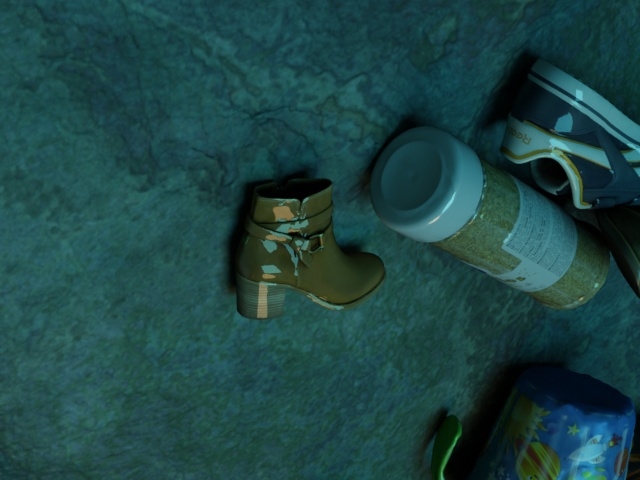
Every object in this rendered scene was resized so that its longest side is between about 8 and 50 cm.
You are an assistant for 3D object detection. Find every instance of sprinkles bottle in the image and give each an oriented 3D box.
[{"bbox_3d":[0.206,-0.018,1.560,0.355,0.121,0.121,25,104,-47],"label":"sprinkles bottle"}]

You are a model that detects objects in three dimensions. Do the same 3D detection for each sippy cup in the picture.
[{"bbox_3d":[0.323,0.301,1.850,0.305,0.240,0.224,-3,112,-49],"label":"sippy cup"}]

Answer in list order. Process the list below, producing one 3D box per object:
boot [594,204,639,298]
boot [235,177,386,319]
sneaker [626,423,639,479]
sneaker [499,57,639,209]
[{"bbox_3d":[0.404,-0.011,1.631,0.115,0.112,0.305,-22,-175,16],"label":"boot"},{"bbox_3d":[0.000,0.000,1.447,0.197,0.073,0.152,-14,125,-35],"label":"boot"},{"bbox_3d":[0.449,0.411,2.036,0.321,0.180,0.124,-52,148,-35],"label":"sneaker"},{"bbox_3d":[0.329,-0.098,1.599,0.321,0.126,0.127,25,101,-37],"label":"sneaker"}]
